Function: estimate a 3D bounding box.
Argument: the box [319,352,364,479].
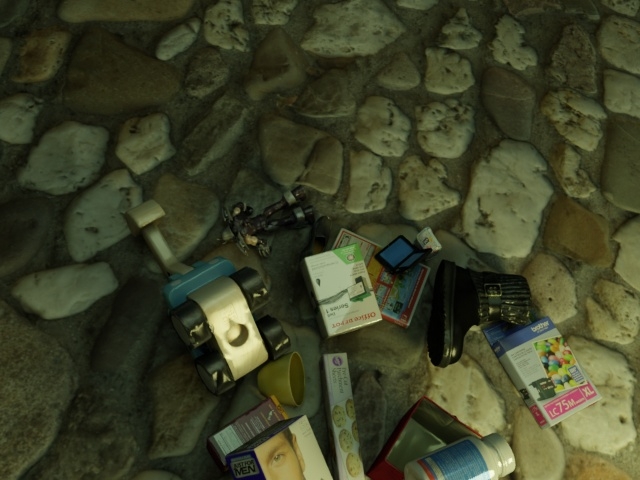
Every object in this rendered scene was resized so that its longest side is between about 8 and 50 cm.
[{"bbox_3d":[0.051,0.443,1.739,0.067,0.063,0.324,0,61,-12],"label":"box"}]

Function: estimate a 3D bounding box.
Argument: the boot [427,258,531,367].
[{"bbox_3d":[0.440,0.210,1.903,0.260,0.131,0.348,15,54,-2],"label":"boot"}]

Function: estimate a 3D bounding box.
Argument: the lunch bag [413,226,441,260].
[{"bbox_3d":[0.312,0.008,2.030,0.053,0.083,0.071,-21,68,-21],"label":"lunch bag"}]

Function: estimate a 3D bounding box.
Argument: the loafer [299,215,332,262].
[{"bbox_3d":[0.000,0.000,1.977,0.062,0.061,0.170,32,61,-22],"label":"loafer"}]

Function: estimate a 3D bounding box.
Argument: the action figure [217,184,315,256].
[{"bbox_3d":[-0.158,-0.050,1.969,0.285,0.099,0.185,-22,75,-17],"label":"action figure"}]

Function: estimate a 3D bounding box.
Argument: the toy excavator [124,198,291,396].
[{"bbox_3d":[-0.328,0.125,1.776,0.222,0.445,0.433,-31,114,-25],"label":"toy excavator"}]

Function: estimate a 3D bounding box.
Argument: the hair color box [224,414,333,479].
[{"bbox_3d":[-0.054,0.581,1.530,0.185,0.110,0.339,-20,84,-52],"label":"hair color box"}]

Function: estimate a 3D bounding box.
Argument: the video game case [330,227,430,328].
[{"bbox_3d":[0.150,0.103,1.979,0.285,0.025,0.204,24,59,3],"label":"video game case"}]

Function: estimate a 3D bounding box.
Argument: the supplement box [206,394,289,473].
[{"bbox_3d":[-0.173,0.462,1.670,0.188,0.104,0.081,-30,71,-24],"label":"supplement box"}]

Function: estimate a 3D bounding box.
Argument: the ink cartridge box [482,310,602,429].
[{"bbox_3d":[0.604,0.338,1.918,0.185,0.065,0.311,-21,65,-20],"label":"ink cartridge box"}]

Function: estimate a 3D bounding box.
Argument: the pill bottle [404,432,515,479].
[{"bbox_3d":[0.304,0.498,1.509,0.221,0.124,0.124,-17,66,-18],"label":"pill bottle"}]

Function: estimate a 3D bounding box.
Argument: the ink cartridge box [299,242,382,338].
[{"bbox_3d":[0.053,0.136,1.866,0.160,0.092,0.219,-16,82,-14],"label":"ink cartridge box"}]

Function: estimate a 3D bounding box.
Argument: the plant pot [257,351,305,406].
[{"bbox_3d":[-0.102,0.349,1.746,0.095,0.134,0.134,-7,60,14],"label":"plant pot"}]

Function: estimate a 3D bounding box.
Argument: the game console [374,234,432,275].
[{"bbox_3d":[0.236,0.037,1.980,0.122,0.107,0.071,-38,102,-26],"label":"game console"}]

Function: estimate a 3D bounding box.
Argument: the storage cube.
[{"bbox_3d":[0.250,0.521,1.670,0.183,0.193,0.215,34,60,9],"label":"storage cube"}]
